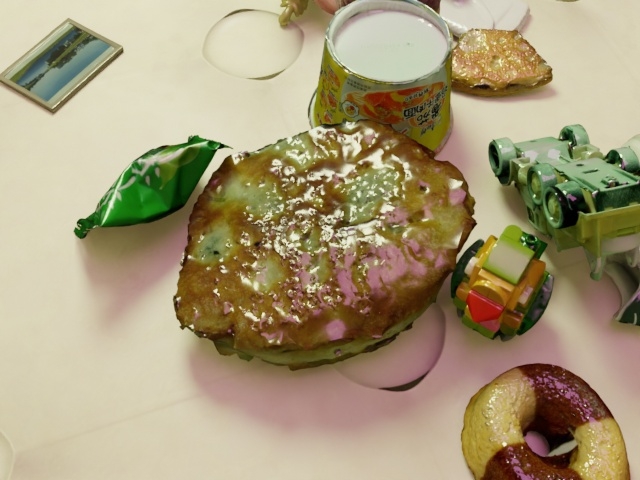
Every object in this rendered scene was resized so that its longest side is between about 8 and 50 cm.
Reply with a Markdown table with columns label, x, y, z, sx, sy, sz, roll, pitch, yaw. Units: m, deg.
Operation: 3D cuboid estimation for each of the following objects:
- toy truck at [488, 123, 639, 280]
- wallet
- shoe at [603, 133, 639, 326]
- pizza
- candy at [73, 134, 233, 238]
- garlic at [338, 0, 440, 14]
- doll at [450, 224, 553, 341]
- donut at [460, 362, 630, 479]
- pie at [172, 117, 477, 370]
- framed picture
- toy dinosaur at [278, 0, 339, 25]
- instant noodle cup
| label | x | y | z | sx | sy | sz | roll | pitch | yaw |
| --- | --- | --- | --- | --- | --- | --- | --- | --- | --- |
| toy truck | 0.289 | -0.044 | 0.923 | 0.128 | 0.135 | 0.259 | -12 | 26 | -6 |
| wallet | 0.217 | -0.357 | 1.203 | 0.183 | 0.032 | 0.124 | 31 | 60 | 19 |
| shoe | 0.379 | -0.015 | 0.952 | 0.110 | 0.095 | 0.265 | -5 | 60 | -2 |
| pizza | 0.246 | -0.250 | 1.130 | 0.160 | 0.036 | 0.099 | 1 | 71 | 0 |
| candy | -0.205 | -0.059 | 0.955 | 0.203 | 0.141 | 0.078 | -37 | 93 | -18 |
| garlic | 0.098 | -0.333 | 1.113 | 0.147 | 0.159 | 0.102 | -14 | 61 | 21 |
| doll | 0.202 | 0.041 | 0.869 | 0.106 | 0.186 | 0.134 | 31 | 91 | 17 |
| donut | 0.235 | 0.211 | 0.818 | 0.166 | 0.073 | 0.184 | -13 | 57 | -6 |
| pie | 0.000 | 0.000 | 0.910 | 0.355 | 0.103 | 0.288 | -18 | 56 | 0 |
| framed picture | -0.372 | -0.254 | 1.141 | 0.109 | 0.011 | 0.149 | 29 | 61 | 17 |
| toy dinosaur | -0.009 | -0.416 | 1.136 | 0.152 | 0.194 | 0.177 | -5 | 25 | 18 |
| instant noodle cup | 0.087 | -0.214 | 1.040 | 0.205 | 0.153 | 0.205 | 1 | 57 | -2 |
